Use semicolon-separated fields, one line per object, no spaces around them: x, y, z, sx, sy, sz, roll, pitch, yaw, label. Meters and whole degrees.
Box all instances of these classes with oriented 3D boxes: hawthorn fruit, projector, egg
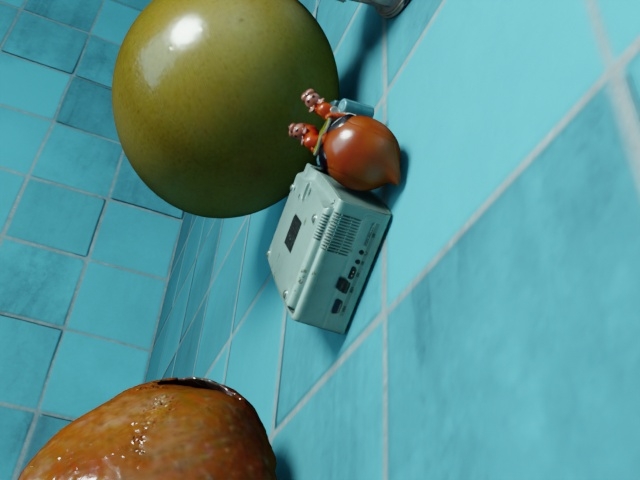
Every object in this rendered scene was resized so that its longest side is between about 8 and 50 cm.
-0.158;0.230;0.563;0.211;0.299;0.211;14;111;41;hawthorn fruit
0.000;0.000;0.643;0.147;0.061;0.115;-124;54;-69;projector
-0.111;-0.152;0.828;0.322;0.250;0.250;126;156;-59;egg

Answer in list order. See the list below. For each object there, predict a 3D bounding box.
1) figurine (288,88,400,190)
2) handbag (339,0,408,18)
0.026;-0.080;0.618;0.068;0.075;0.140;-66;27;18;figurine
0.049;-0.331;0.721;0.179;0.117;0.205;-97;27;-58;handbag
